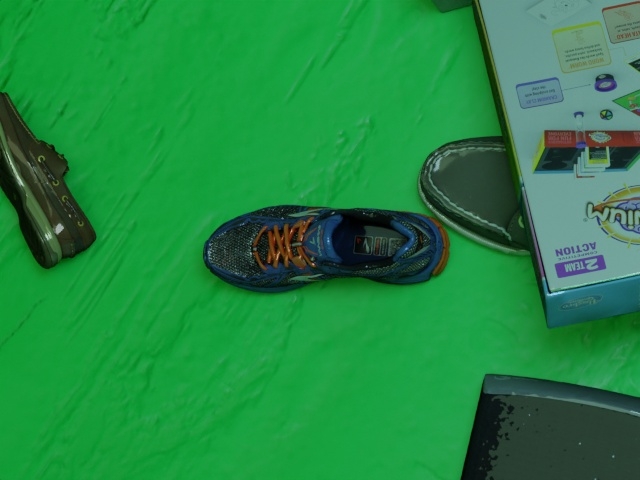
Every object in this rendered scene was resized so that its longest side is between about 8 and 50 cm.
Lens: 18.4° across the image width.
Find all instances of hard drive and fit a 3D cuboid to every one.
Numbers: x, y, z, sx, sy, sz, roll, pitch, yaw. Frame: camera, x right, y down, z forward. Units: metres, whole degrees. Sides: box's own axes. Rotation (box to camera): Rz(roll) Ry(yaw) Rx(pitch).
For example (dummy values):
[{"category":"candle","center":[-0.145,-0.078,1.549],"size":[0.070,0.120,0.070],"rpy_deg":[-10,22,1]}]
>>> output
[{"category":"hard drive","center":[0.242,0.214,1.683],"size":[0.255,0.054,0.172],"rpy_deg":[12,86,15]}]

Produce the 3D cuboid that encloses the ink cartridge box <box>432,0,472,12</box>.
[{"category":"ink cartridge box","center":[0.188,-0.264,1.732],"size":[0.209,0.109,0.062],"rpy_deg":[-13,80,12]}]

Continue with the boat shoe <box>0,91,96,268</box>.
[{"category":"boat shoe","center":[-0.265,-0.061,1.845],"size":[0.060,0.064,0.178],"rpy_deg":[-21,78,-21]}]

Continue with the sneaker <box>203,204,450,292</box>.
[{"category":"sneaker","center":[0.000,0.000,1.754],"size":[0.221,0.087,0.083],"rpy_deg":[-6,81,13]}]

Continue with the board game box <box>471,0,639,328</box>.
[{"category":"board game box","center":[0.271,-0.099,1.643],"size":[0.242,0.064,0.316],"rpy_deg":[-11,61,2]}]

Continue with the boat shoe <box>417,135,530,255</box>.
[{"category":"boat shoe","center":[0.225,-0.029,1.701],"size":[0.305,0.091,0.109],"rpy_deg":[16,86,15]}]
